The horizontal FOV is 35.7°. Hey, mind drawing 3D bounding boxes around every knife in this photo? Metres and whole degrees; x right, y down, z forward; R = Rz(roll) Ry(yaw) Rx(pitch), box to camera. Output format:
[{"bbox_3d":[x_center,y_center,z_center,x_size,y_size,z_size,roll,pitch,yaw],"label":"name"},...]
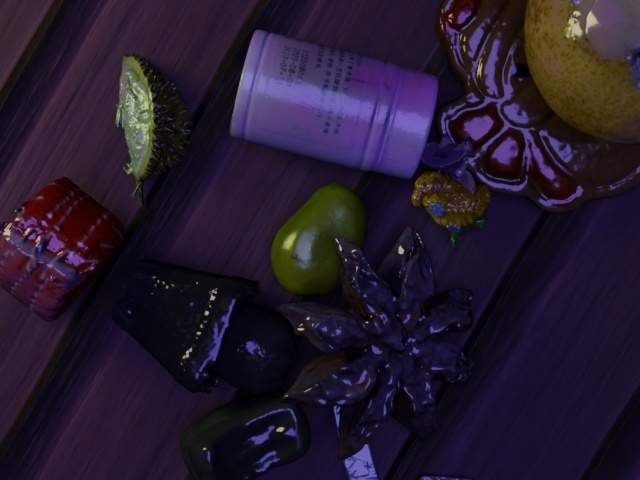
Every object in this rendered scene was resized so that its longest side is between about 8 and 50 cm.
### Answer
[{"bbox_3d":[0.062,0.337,1.425,0.047,0.017,0.298,-16,93,5],"label":"knife"}]

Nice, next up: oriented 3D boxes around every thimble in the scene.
[{"bbox_3d":[-0.351,0.012,1.318,0.125,0.189,0.163,40,66,-6],"label":"thimble"}]

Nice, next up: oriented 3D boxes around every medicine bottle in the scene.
[{"bbox_3d":[0.018,-0.181,1.340,0.254,0.152,0.152,14,91,-3],"label":"medicine bottle"}]

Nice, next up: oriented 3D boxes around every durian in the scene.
[{"bbox_3d":[-0.234,-0.159,1.383,0.100,0.086,0.215,-6,89,32],"label":"durian"}]

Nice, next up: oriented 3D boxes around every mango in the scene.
[{"bbox_3d":[0.004,0.005,1.376,0.117,0.089,0.163,44,90,-8],"label":"mango"}]

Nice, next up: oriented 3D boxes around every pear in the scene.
[{"bbox_3d":[0.389,-0.259,1.260,0.271,0.271,0.271,0,92,-2],"label":"pear"}]

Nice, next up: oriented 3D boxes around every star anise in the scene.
[{"bbox_3d":[0.087,0.142,1.337,0.332,0.117,0.331,-1,92,-25],"label":"star anise"}]

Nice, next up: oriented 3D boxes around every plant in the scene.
[{"bbox_3d":[-0.151,0.119,1.350,0.256,0.142,0.164,23,90,1],"label":"plant"}]

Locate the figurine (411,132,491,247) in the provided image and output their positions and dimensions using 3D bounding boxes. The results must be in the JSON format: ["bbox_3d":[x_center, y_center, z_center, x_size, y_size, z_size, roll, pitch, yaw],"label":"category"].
[{"bbox_3d":[0.173,-0.052,1.363,0.115,0.095,0.156,-43,138,-23],"label":"figurine"}]

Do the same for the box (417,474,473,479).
[{"bbox_3d":[0.179,0.401,1.409,0.089,0.062,0.122,5,92,-2],"label":"box"}]

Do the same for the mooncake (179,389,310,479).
[{"bbox_3d":[-0.098,0.274,1.345,0.175,0.168,0.104,-22,92,14],"label":"mooncake"}]

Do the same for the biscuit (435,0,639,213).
[{"bbox_3d":[0.327,-0.225,1.398,0.381,0.074,0.359,33,88,-6],"label":"biscuit"}]
